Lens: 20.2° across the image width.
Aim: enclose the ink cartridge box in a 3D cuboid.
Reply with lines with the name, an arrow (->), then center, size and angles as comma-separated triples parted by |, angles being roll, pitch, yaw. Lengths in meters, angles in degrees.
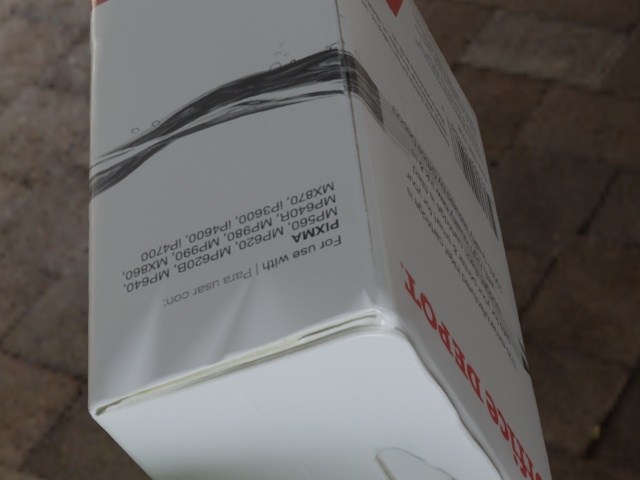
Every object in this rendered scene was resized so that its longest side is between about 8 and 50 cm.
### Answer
ink cartridge box -> 0.000, 0.000, 0.730 | 0.114, 0.197, 0.273 | -21, 45, 14
